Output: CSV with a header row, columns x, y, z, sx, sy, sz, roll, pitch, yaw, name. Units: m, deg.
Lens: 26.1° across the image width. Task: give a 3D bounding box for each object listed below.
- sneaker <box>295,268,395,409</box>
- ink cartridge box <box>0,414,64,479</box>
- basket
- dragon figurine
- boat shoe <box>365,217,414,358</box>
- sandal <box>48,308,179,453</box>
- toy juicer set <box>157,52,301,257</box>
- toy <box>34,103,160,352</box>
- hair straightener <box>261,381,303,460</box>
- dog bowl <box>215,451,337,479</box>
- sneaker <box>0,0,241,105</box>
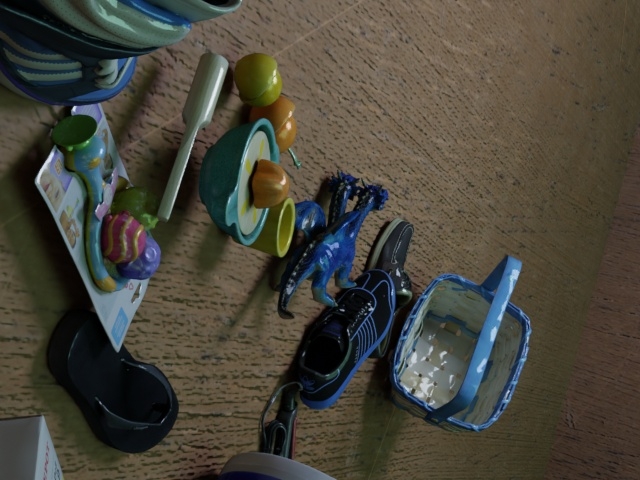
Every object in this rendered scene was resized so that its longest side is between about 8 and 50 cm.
x,y,z,sx,sy,sz,roll,pitch,yaw,name
0.038,0.121,1.901,0.232,0.081,0.090,-60,160,-29,sneaker
-0.268,0.279,1.204,0.154,0.093,0.212,-97,179,-50,ink cartridge box
0.222,0.177,2.166,0.254,0.201,0.289,-64,-174,-26,basket
0.000,0.000,1.734,0.289,0.085,0.144,-30,130,-60,dragon figurine
0.101,0.074,2.027,0.223,0.073,0.080,-66,156,-19,boat shoe
-0.200,0.156,1.407,0.097,0.054,0.254,-67,156,-18,sandal
-0.070,-0.099,1.447,0.329,0.090,0.209,24,76,-76,toy juicer set
-0.187,-0.019,1.298,0.237,0.056,0.137,71,28,-44,toy
-0.054,0.299,1.841,0.089,0.047,0.230,-18,120,-64,hair straightener
-0.026,0.377,1.677,0.104,0.265,0.265,-58,152,-30,dog bowl
-0.156,-0.172,1.071,0.130,0.236,0.323,-70,157,-11,sneaker
